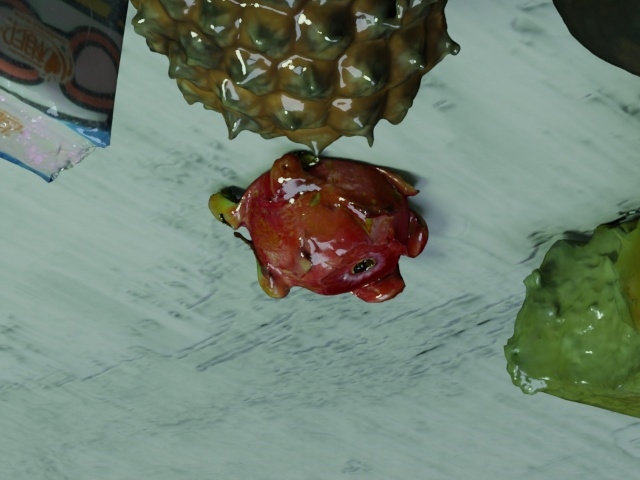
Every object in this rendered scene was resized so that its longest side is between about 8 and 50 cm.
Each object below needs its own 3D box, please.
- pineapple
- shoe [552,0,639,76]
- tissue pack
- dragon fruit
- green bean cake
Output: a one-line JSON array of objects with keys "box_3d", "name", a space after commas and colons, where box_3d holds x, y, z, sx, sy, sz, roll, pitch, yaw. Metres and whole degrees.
[{"box_3d": [-0.021, -0.137, 0.842, 0.166, 0.166, 0.193, -13, 143, 23], "name": "pineapple"}, {"box_3d": [0.279, -0.158, 0.771, 0.237, 0.171, 0.384, 23, 150, -36], "name": "shoe"}, {"box_3d": [-0.147, -0.122, 0.872, 0.115, 0.155, 0.065, 29, 139, -33], "name": "tissue pack"}, {"box_3d": [0.005, 0.000, 1.139, 0.126, 0.068, 0.112, 24, 140, -31], "name": "dragon fruit"}, {"box_3d": [0.248, 0.041, 1.085, 0.233, 0.124, 0.236, 17, 163, -11], "name": "green bean cake"}]
